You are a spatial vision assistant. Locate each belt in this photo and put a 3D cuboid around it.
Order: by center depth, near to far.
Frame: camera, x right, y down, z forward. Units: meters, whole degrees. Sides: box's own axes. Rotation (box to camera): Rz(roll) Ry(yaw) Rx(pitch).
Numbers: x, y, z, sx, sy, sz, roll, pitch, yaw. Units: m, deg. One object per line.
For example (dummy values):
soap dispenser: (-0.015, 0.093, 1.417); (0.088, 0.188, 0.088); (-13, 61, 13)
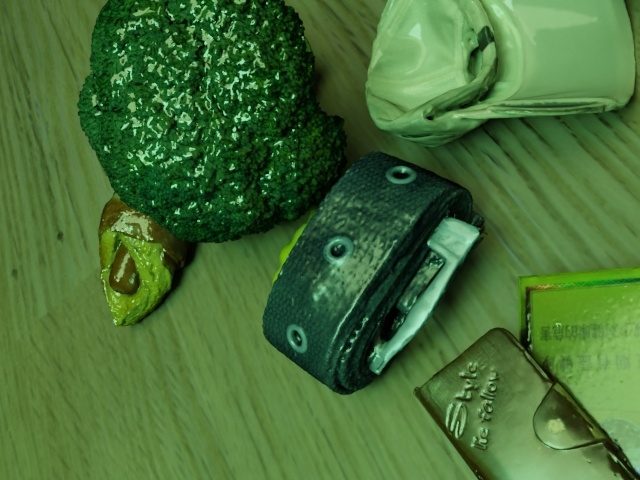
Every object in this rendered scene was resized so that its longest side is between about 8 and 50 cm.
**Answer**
belt: (0.052, 0.033, 0.588); (0.128, 0.122, 0.218); (34, 89, 34)

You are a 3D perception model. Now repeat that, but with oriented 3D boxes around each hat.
hat: (0.169, -0.173, 0.634); (0.226, 0.164, 0.219); (11, 68, -5)

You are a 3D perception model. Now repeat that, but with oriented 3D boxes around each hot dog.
hot dog: (-0.212, -0.024, 0.796); (0.123, 0.093, 0.261); (1, 71, 32)

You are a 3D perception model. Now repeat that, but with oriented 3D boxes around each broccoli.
broccoli: (-0.095, -0.145, 0.671); (0.297, 0.297, 0.297); (5, 39, 34)

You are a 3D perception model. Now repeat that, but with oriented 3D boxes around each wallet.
wallet: (0.148, 0.148, 0.463); (0.095, 0.026, 0.176); (-43, 52, 10)

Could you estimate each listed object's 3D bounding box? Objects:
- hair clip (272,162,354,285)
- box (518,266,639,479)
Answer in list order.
hair clip: (0.000, 0.000, 0.683); (0.072, 0.046, 0.173); (21, 84, 40)
box: (0.221, 0.131, 0.477); (0.141, 0.064, 0.220); (-6, 69, 31)
